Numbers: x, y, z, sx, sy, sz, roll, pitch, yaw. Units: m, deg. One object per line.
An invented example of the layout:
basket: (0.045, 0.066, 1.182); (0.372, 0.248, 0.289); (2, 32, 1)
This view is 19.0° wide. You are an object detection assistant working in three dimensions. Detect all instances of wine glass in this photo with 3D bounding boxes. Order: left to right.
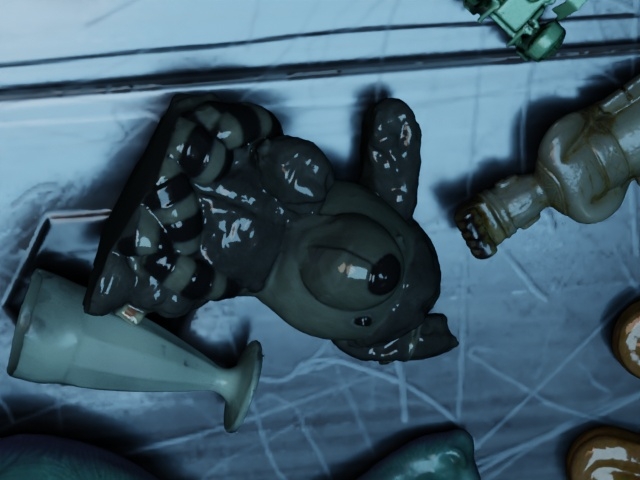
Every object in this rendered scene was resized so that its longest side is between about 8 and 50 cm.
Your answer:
wine glass: (-0.120, 0.075, 1.234); (0.155, 0.073, 0.073); (19, 101, -16)

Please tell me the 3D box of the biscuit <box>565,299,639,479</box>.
biscuit: (0.339, 0.155, 1.332); (0.334, 0.047, 0.202); (19, 101, -13)

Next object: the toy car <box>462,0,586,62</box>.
toy car: (0.158, -0.184, 1.212); (0.073, 0.054, 0.143); (40, 100, -14)

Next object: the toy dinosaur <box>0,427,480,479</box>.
toy dinosaur: (-0.124, 0.153, 1.252); (0.383, 0.129, 0.331); (41, 84, -13)

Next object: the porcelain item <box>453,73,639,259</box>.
porcelain item: (0.184, -0.055, 1.249); (0.213, 0.054, 0.084); (-29, 104, -1)

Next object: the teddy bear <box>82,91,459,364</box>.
teddy bear: (-0.010, -0.015, 1.190); (0.251, 0.144, 0.171); (11, 89, -14)
